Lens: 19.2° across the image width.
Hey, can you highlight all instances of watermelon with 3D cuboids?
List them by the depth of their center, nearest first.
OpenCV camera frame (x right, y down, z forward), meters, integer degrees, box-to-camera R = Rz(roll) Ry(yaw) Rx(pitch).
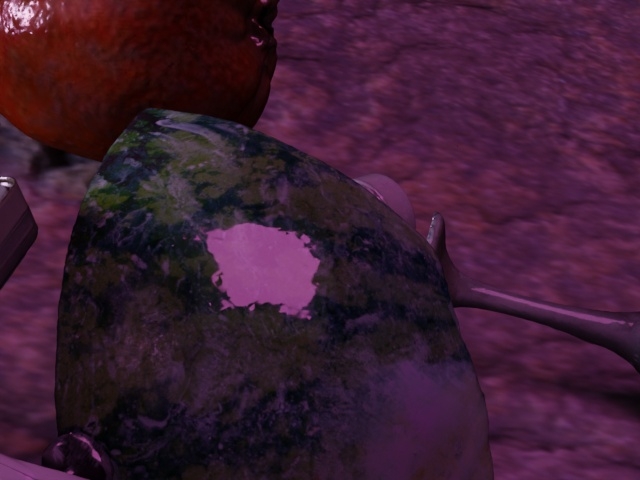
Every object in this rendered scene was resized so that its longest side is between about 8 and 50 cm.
[{"bbox_3d":[-0.026,0.073,1.089,0.260,0.256,0.176,15,-16,21],"label":"watermelon"}]

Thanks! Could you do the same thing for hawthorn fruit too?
[{"bbox_3d":[-0.161,-0.162,1.398,0.262,0.210,0.210,8,28,7],"label":"hawthorn fruit"}]

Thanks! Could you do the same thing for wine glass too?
[{"bbox_3d":[0.229,0.014,1.301,0.309,0.096,0.264,14,40,4],"label":"wine glass"}]

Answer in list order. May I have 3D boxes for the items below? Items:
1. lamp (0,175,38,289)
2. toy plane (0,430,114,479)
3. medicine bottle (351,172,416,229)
[{"bbox_3d":[-0.309,0.056,1.005,0.266,0.047,0.269,-9,24,17],"label":"lamp"},{"bbox_3d":[-0.110,0.165,0.923,0.273,0.107,0.182,20,17,24],"label":"toy plane"},{"bbox_3d":[0.000,0.000,1.290,0.080,0.080,0.130,32,35,32],"label":"medicine bottle"}]
